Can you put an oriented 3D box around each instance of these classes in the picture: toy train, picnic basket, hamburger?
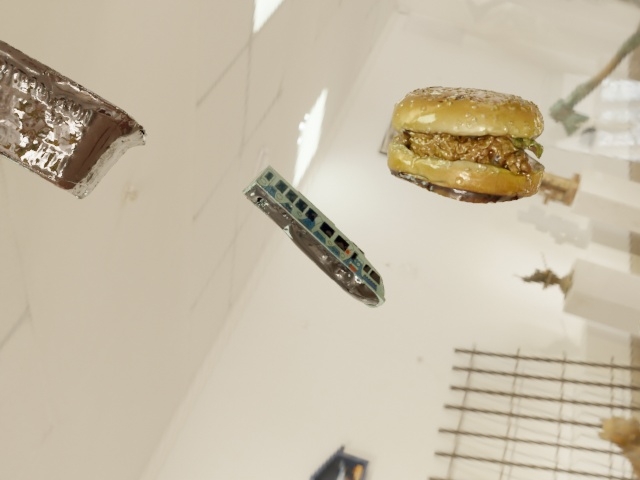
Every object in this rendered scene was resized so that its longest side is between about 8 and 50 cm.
[{"bbox_3d":[0.000,0.000,0.878,0.047,0.207,0.043,-52,11,-29],"label":"toy train"},{"bbox_3d":[-0.386,-0.165,0.996,0.129,0.297,0.222,-62,7,-6],"label":"picnic basket"},{"bbox_3d":[0.170,-0.116,0.876,0.191,0.182,0.117,-20,-56,-65],"label":"hamburger"}]

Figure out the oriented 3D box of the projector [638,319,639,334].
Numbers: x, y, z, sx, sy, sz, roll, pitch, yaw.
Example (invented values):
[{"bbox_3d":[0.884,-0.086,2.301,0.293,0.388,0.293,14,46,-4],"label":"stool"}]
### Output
[{"bbox_3d":[0.481,0.161,0.818,0.163,0.242,0.177,-39,3,15],"label":"projector"}]
